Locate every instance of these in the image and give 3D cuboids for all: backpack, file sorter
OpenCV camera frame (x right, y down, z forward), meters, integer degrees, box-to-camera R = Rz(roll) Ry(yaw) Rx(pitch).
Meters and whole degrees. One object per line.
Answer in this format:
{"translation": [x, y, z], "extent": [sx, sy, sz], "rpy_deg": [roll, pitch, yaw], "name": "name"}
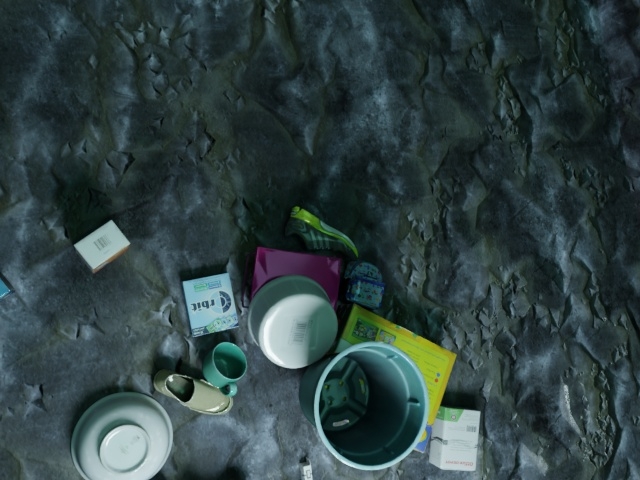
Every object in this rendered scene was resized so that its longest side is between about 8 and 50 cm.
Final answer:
{"translation": [0.158, 0.155, 2.056], "extent": [0.158, 0.117, 0.173], "rpy_deg": [22, 73, -19], "name": "backpack"}
{"translation": [-0.105, 0.147, 1.914], "extent": [0.290, 0.182, 0.202], "rpy_deg": [9, 82, -20], "name": "file sorter"}

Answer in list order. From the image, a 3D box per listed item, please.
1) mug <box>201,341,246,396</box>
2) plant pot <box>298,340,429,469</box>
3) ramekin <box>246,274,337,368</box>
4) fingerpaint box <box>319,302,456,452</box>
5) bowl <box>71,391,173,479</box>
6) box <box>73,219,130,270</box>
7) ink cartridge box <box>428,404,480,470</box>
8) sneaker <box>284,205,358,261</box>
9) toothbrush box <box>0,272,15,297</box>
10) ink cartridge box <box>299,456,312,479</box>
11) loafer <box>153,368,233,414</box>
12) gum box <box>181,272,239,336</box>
{"translation": [-0.319, 0.416, 1.821], "extent": [0.129, 0.097, 0.158], "rpy_deg": [37, 37, -17], "name": "mug"}
{"translation": [0.096, 0.475, 1.703], "extent": [0.340, 0.334, 0.341], "rpy_deg": [3, 80, -17], "name": "plant pot"}
{"translation": [-0.080, 0.257, 1.752], "extent": [0.277, 0.135, 0.277], "rpy_deg": [-5, 107, -16], "name": "ramekin"}
{"translation": [0.208, 0.483, 2.009], "extent": [0.444, 0.163, 0.371], "rpy_deg": [27, 74, -15], "name": "fingerpaint box"}
{"translation": [-0.586, 0.612, 1.694], "extent": [0.297, 0.134, 0.298], "rpy_deg": [2, 83, -21], "name": "bowl"}
{"translation": [-0.660, 0.021, 1.714], "extent": [0.130, 0.170, 0.091], "rpy_deg": [-39, 97, -21], "name": "box"}
{"translation": [0.504, 0.740, 2.134], "extent": [0.160, 0.092, 0.220], "rpy_deg": [12, 80, -20], "name": "ink cartridge box"}
{"translation": [0.000, 0.000, 2.029], "extent": [0.299, 0.111, 0.121], "rpy_deg": [32, 83, -10], "name": "sneaker"}
{"translation": [-1.053, 0.145, 1.568], "extent": [0.295, 0.126, 0.216], "rpy_deg": [-37, 98, -20], "name": "toothbrush box"}
{"translation": [-0.050, 0.788, 1.931], "extent": [0.028, 0.048, 0.083], "rpy_deg": [-4, 84, -22], "name": "ink cartridge box"}
{"translation": [-0.401, 0.490, 1.803], "extent": [0.268, 0.092, 0.102], "rpy_deg": [24, 75, -18], "name": "loafer"}
{"translation": [-0.366, 0.212, 1.879], "extent": [0.156, 0.041, 0.185], "rpy_deg": [-10, 88, -23], "name": "gum box"}
